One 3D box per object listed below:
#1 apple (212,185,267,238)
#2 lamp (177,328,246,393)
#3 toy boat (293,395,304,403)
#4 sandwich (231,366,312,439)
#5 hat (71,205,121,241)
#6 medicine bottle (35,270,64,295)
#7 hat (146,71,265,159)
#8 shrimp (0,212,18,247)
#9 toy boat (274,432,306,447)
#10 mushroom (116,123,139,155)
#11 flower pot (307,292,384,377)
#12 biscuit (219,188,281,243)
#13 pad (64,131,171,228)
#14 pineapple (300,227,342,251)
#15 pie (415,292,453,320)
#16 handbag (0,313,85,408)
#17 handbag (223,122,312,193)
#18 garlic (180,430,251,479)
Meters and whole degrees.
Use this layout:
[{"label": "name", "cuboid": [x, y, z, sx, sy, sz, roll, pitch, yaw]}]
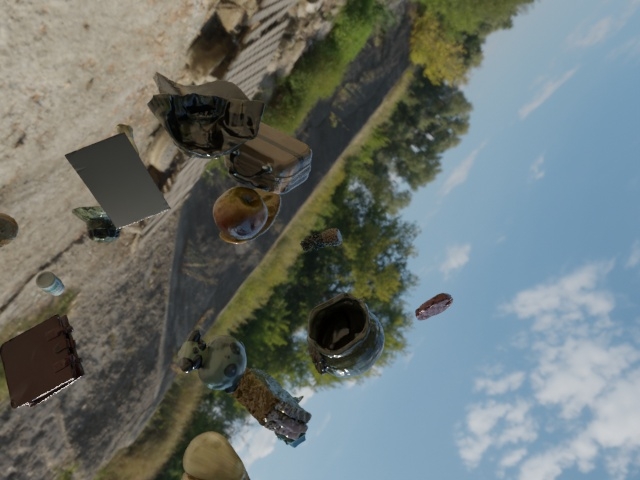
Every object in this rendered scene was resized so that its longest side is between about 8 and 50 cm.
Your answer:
[{"label": "apple", "cuboid": [-0.279, -0.087, 1.735, 0.173, 0.195, 0.160, -44, -140, 44]}, {"label": "lamp", "cuboid": [-0.379, 0.426, 1.770, 0.197, 0.243, 0.198, -35, -140, 36]}, {"label": "toy boat", "cuboid": [-0.216, 0.729, 2.280, 0.099, 0.292, 0.109, -89, -160, -50]}, {"label": "sandwich", "cuboid": [-0.213, 0.625, 1.962, 0.325, 0.262, 0.131, 26, -102, 46]}, {"label": "hat", "cuboid": [-0.938, -0.056, 2.153, 0.265, 0.265, 0.129, 148, -58, -69]}, {"label": "medicine bottle", "cuboid": [-1.163, 0.189, 2.142, 0.080, 0.080, 0.130, -52, 170, -22]}, {"label": "hat", "cuboid": [-0.392, -0.405, 1.604, 0.381, 0.365, 0.258, 28, -65, 58]}, {"label": "shrimp", "cuboid": [-1.141, -0.038, 1.692, 0.051, 0.187, 0.133, 140, -51, -58]}, {"label": "toy boat", "cuboid": [-0.144, 0.785, 2.099, 0.109, 0.098, 0.237, -25, -172, -23]}, {"label": "mushroom", "cuboid": [-0.697, -0.358, 1.796, 0.202, 0.059, 0.054, 60, -37, 39]}, {"label": "flower pot", "cuboid": [0.078, 0.362, 1.858, 0.301, 0.213, 0.302, -16, -140, 14]}, {"label": "biscuit", "cuboid": [-0.265, -0.093, 2.002, 0.299, 0.154, 0.045, -57, 164, -27]}, {"label": "pad", "cuboid": [-0.637, -0.182, 1.581, 0.202, 0.300, 0.005, -20, -142, 2]}, {"label": "pineapple", "cuboid": [0.000, 0.000, 1.899, 0.159, 0.074, 0.074, -14, -161, 17]}, {"label": "pie", "cuboid": [0.407, 0.238, 1.786, 0.153, 0.038, 0.154, -19, 151, -11]}, {"label": "handbag", "cuboid": [-0.991, 0.429, 1.766, 0.275, 0.260, 0.084, -28, 159, 7]}, {"label": "handbag", "cuboid": [-0.207, -0.284, 1.765, 0.283, 0.301, 0.149, -48, 162, -42]}, {"label": "garlic", "cuboid": [-0.391, 0.866, 1.795, 0.313, 0.249, 0.286, 11, -119, 49]}]
